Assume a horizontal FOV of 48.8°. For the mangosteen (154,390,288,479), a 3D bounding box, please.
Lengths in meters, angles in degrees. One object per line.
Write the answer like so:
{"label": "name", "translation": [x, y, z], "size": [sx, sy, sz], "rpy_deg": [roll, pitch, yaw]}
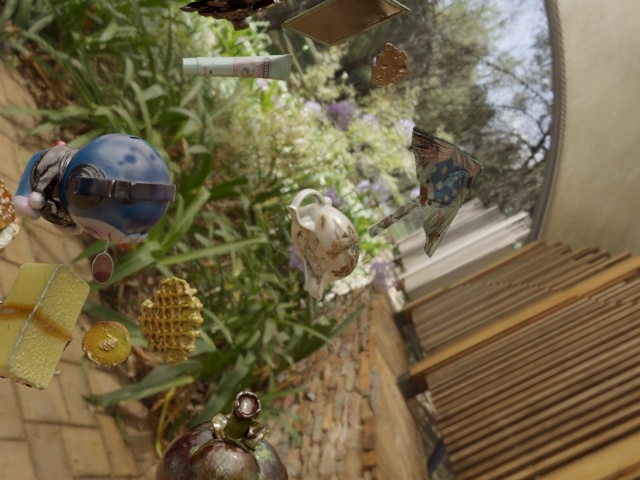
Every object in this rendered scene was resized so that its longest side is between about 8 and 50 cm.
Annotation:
{"label": "mangosteen", "translation": [-0.150, 0.380, 1.195], "size": [0.231, 0.289, 0.231], "rpy_deg": [24, 15, -7]}

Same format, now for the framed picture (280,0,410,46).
{"label": "framed picture", "translation": [0.069, -0.632, 1.986], "size": [0.232, 0.296, 0.019], "rpy_deg": [5, 75, -52]}

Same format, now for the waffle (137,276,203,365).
{"label": "waffle", "translation": [-0.406, 0.206, 1.909], "size": [0.056, 0.253, 0.249], "rpy_deg": [-4, 31, -46]}

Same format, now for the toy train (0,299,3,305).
{"label": "toy train", "translation": [-0.789, 0.198, 1.734], "size": [0.202, 0.081, 0.060], "rpy_deg": [55, 31, -2]}

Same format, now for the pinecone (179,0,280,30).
{"label": "pinecone", "translation": [-0.171, -0.519, 1.287], "size": [0.224, 0.224, 0.273], "rpy_deg": [-109, -171, -55]}

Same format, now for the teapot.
{"label": "teapot", "translation": [0.000, 0.000, 1.762], "size": [0.204, 0.139, 0.298], "rpy_deg": [18, -48, 49]}

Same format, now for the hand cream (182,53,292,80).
{"label": "hand cream", "translation": [-0.252, -0.528, 2.145], "size": [0.058, 0.330, 0.085], "rpy_deg": [-115, -154, -52]}

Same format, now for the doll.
{"label": "doll", "translation": [-0.464, -0.110, 1.503], "size": [0.284, 0.309, 0.240], "rpy_deg": [-3, 100, -70]}

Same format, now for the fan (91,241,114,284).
{"label": "fan", "translation": [-0.553, 0.049, 1.809], "size": [0.085, 0.005, 0.134], "rpy_deg": [27, 68, -66]}

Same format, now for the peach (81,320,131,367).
{"label": "peach", "translation": [-0.427, 0.206, 1.424], "size": [0.098, 0.098, 0.061], "rpy_deg": [62, 1, -7]}

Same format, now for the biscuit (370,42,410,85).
{"label": "biscuit", "translation": [0.190, -0.486, 1.993], "size": [0.119, 0.130, 0.019], "rpy_deg": [52, -4, -20]}

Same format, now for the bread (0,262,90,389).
{"label": "bread", "translation": [-0.638, 0.180, 1.569], "size": [0.142, 0.178, 0.266], "rpy_deg": [124, -17, -65]}

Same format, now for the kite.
{"label": "kite", "translation": [0.224, -0.098, 1.482], "size": [0.011, 0.314, 0.335], "rpy_deg": [38, -29, 48]}

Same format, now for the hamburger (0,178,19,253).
{"label": "hamburger", "translation": [-0.585, -0.058, 1.100], "size": [0.237, 0.147, 0.237], "rpy_deg": [52, 20, -28]}
